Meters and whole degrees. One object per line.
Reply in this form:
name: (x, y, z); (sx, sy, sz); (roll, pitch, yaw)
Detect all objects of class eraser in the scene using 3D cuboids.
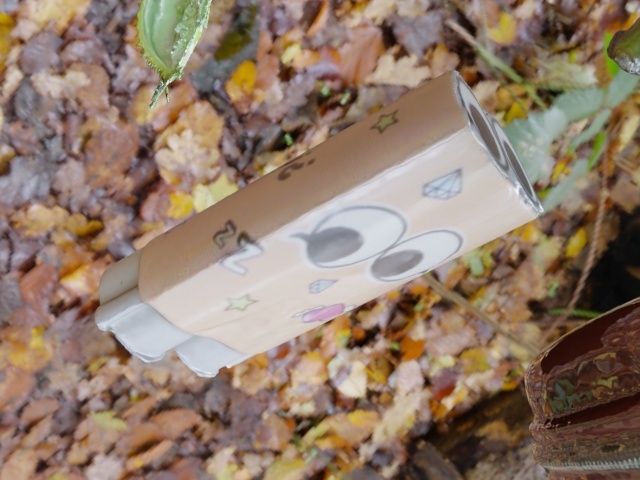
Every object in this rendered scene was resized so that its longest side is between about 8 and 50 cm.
eraser: (0.000, 0.000, 0.655); (0.290, 0.087, 0.171); (-28, 150, 19)

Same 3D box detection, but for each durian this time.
durian: (-0.173, -0.267, 1.102); (0.086, 0.100, 0.215); (15, 104, -28)

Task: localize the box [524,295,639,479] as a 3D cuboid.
box: (0.292, 0.030, 0.428); (0.404, 0.108, 0.263); (-17, 167, -17)

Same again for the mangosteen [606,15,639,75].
mangosteen: (0.343, -0.281, 0.788); (0.231, 0.231, 0.289); (-17, 129, -43)
